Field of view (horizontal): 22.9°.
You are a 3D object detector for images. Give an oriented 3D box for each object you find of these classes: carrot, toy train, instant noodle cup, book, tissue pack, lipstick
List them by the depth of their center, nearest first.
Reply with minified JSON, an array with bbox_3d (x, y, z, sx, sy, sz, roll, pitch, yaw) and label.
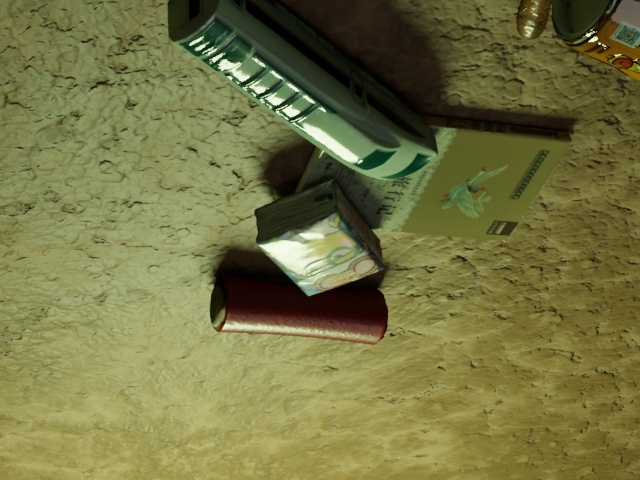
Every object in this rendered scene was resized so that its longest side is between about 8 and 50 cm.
[{"bbox_3d":[0.354,-0.257,1.646,0.172,0.216,0.216,16,138,-18],"label":"instant noodle cup"},{"bbox_3d":[0.241,-0.282,1.721,0.035,0.036,0.165,-3,142,-9],"label":"carrot"},{"bbox_3d":[0.002,-0.159,1.771,0.086,0.088,0.407,-32,134,28],"label":"toy train"},{"bbox_3d":[0.132,-0.079,1.987,0.310,0.021,0.217,5,142,-18],"label":"book"},{"bbox_3d":[0.000,0.000,1.996,0.115,0.065,0.155,-20,143,17],"label":"tissue pack"},{"bbox_3d":[-0.029,0.095,2.142,0.241,0.080,0.080,6,142,-21],"label":"lipstick"}]
